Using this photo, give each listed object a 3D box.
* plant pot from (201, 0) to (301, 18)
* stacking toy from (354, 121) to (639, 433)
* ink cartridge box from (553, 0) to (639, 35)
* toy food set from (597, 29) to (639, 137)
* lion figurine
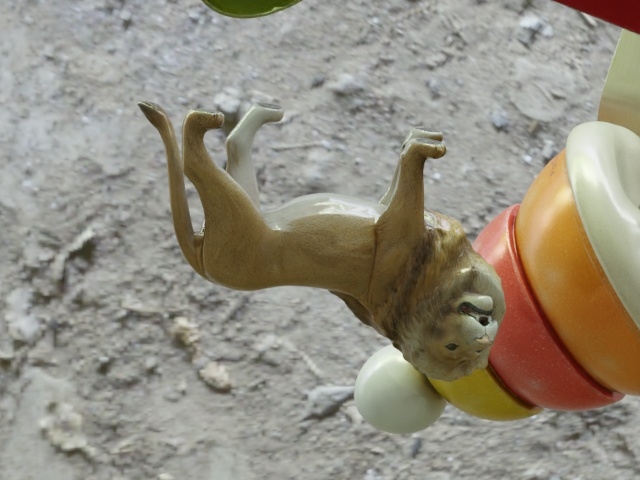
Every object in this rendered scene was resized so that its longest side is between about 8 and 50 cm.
[{"bbox_3d":[-0.110,-0.430,1.290,0.275,0.275,0.293,-50,64,14],"label":"plant pot"},{"bbox_3d":[0.240,0.105,1.520,0.480,0.351,0.350,-31,72,29],"label":"stacking toy"},{"bbox_3d":[0.211,-0.298,0.829,0.309,0.130,0.271,23,88,9],"label":"ink cartridge box"},{"bbox_3d":[0.509,-0.255,1.601,0.220,0.092,0.306,15,77,22],"label":"toy food set"},{"bbox_3d":[0.000,0.000,1.214,0.392,0.142,0.240,10,105,-5],"label":"lion figurine"}]
